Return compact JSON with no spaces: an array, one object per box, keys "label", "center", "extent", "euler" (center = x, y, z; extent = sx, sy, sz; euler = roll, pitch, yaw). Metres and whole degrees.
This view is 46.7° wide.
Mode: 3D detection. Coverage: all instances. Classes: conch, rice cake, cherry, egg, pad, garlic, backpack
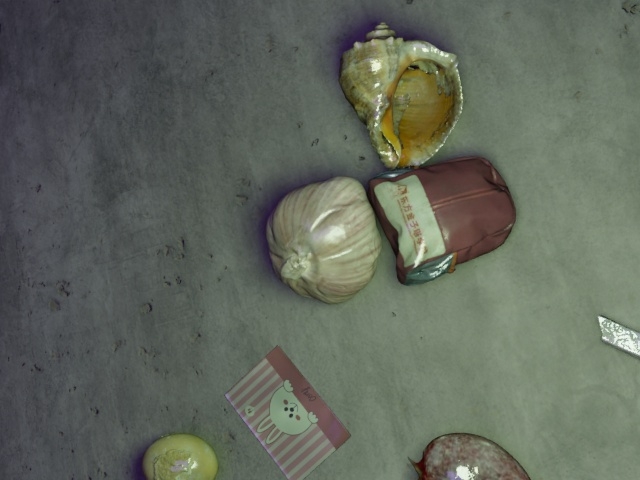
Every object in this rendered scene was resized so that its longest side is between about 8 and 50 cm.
[{"label":"conch","center":[0.203,-0.362,1.831],"extent":[0.297,0.210,0.352],"euler":[-5,112,16]},{"label":"rice cake","center":[0.763,0.261,1.588],"extent":[0.365,0.073,0.056],"euler":[25,92,21]},{"label":"cherry","center":[0.330,0.541,1.614],"extent":[0.301,0.203,0.230],"euler":[9,79,19]},{"label":"egg","center":[-0.355,0.564,1.862],"extent":[0.202,0.164,0.164],"euler":[0,80,23]},{"label":"pad","center":[-0.088,0.441,1.877],"extent":[0.202,0.005,0.299],"euler":[-43,70,7]},{"label":"garlic","center":[0.000,0.000,1.775],"extent":[0.318,0.259,0.317],"euler":[17,130,22]},{"label":"backpack","center":[0.293,-0.063,1.745],"extent":[0.317,0.197,0.283],"euler":[-18,77,-6]}]
